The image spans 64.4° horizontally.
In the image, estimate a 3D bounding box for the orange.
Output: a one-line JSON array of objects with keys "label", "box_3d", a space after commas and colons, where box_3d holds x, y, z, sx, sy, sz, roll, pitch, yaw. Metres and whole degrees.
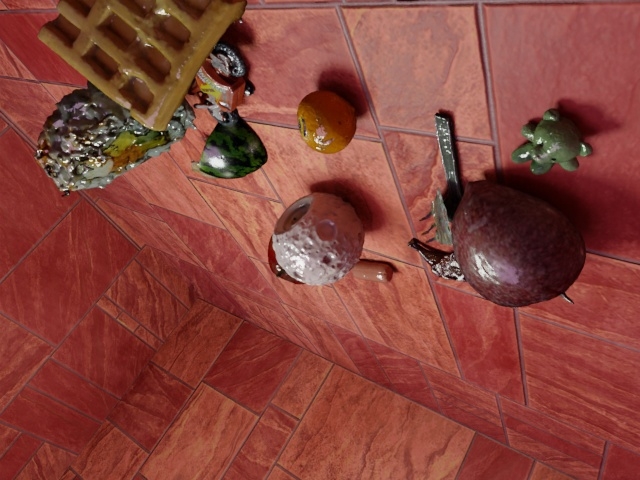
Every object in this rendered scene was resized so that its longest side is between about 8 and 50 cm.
[{"label": "orange", "box_3d": [0.015, -0.247, 1.065, 0.135, 0.118, 0.135, 172, 90, -72]}]

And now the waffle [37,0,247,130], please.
[{"label": "waffle", "box_3d": [-0.350, -0.428, 0.995, 0.304, 0.077, 0.348, 40, 114, -4]}]

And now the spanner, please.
[{"label": "spanner", "box_3d": [0.272, -0.137, 1.059, 0.093, 0.026, 0.325, 19, 151, 34]}]

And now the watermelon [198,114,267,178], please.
[{"label": "watermelon", "box_3d": [-0.257, -0.241, 1.411, 0.137, 0.145, 0.193, 15, 152, 47]}]

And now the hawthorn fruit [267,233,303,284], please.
[{"label": "hawthorn fruit", "box_3d": [-0.069, 0.040, 1.609, 0.215, 0.249, 0.215, 13, 129, 17]}]

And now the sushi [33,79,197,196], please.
[{"label": "sushi", "box_3d": [-0.506, -0.273, 1.260, 0.176, 0.417, 0.417, 58, 154, -5]}]

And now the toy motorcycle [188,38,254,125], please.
[{"label": "toy motorcycle", "box_3d": [-0.243, -0.382, 1.180, 0.171, 0.089, 0.298, 36, 158, -2]}]

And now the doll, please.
[{"label": "doll", "box_3d": [0.375, -0.146, 0.847, 0.115, 0.077, 0.150, 43, 170, 7]}]

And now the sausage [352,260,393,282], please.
[{"label": "sausage", "box_3d": [0.163, 0.099, 1.621, 0.154, 0.062, 0.062, 4, 143, 49]}]

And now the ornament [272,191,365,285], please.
[{"label": "ornament", "box_3d": [0.000, 0.000, 1.400, 0.225, 0.259, 0.259, 46, 155, -23]}]

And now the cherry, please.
[{"label": "cherry", "box_3d": [0.373, 0.011, 0.993, 0.300, 0.203, 0.230, 54, 166, 9]}]

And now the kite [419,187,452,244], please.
[{"label": "kite", "box_3d": [0.261, -0.043, 1.162, 0.016, 0.127, 0.229, -7, 174, -3]}]

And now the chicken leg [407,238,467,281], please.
[{"label": "chicken leg", "box_3d": [0.324, 0.053, 1.333, 0.205, 0.053, 0.093, 9, 124, 33]}]

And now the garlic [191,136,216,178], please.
[{"label": "garlic", "box_3d": [-0.328, -0.247, 1.573, 0.124, 0.099, 0.174, 17, 164, -10]}]
